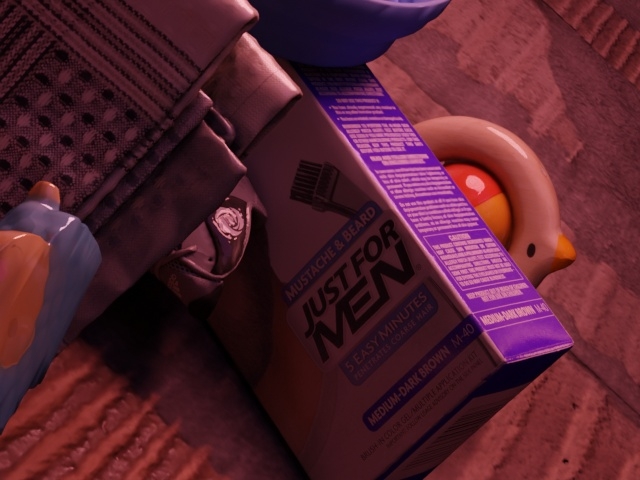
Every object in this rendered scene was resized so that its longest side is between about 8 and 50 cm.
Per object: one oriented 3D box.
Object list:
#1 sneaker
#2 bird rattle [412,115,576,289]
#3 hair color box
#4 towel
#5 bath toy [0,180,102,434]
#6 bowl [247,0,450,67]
[{"bbox_3d":[-0.127,0.004,0.992,0.228,0.086,0.132,-28,81,-29],"label":"sneaker"},{"bbox_3d":[0.085,-0.011,1.209,0.253,0.207,0.143,65,17,17],"label":"bird rattle"},{"bbox_3d":[0.000,0.000,1.091,0.110,0.185,0.339,-5,54,-52],"label":"hair color box"},{"bbox_3d":[-0.217,-0.083,0.847,0.324,0.312,0.056,43,-4,0],"label":"towel"},{"bbox_3d":[-0.285,-0.010,0.724,0.348,0.151,0.129,17,70,16],"label":"bath toy"},{"bbox_3d":[-0.075,-0.273,1.091,0.391,0.077,0.391,30,30,-20],"label":"bowl"}]
